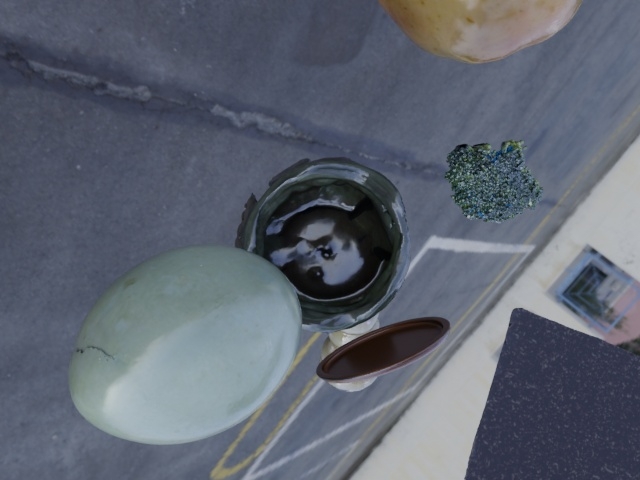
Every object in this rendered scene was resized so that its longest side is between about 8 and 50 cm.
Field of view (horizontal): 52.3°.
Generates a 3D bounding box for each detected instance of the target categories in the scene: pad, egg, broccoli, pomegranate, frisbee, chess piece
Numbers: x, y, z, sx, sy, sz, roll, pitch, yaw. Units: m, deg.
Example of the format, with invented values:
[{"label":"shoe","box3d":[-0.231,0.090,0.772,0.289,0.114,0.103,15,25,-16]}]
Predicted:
[{"label":"pad","box3d":[0.345,0.236,0.798,0.004,0.330,0.220,159,-48,-74]},{"label":"egg","box3d":[-0.128,0.101,0.652,0.253,0.186,0.186,-30,152,-42]},{"label":"broccoli","box3d":[0.280,-0.109,1.072,0.167,0.160,0.154,-6,136,-2]},{"label":"pomegranate","box3d":[0.281,-0.530,1.168,0.411,0.411,0.411,-39,156,-21]},{"label":"frisbee","box3d":[0.110,0.191,1.146,0.251,0.021,0.251,-20,-176,1]},{"label":"chess piece","box3d":[0.068,0.202,1.400,0.143,0.143,0.261,-35,147,-28]}]

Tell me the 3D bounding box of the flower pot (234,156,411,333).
[{"label":"flower pot","box3d":[0.000,0.000,1.067,0.302,0.302,0.213,-46,177,-3]}]
